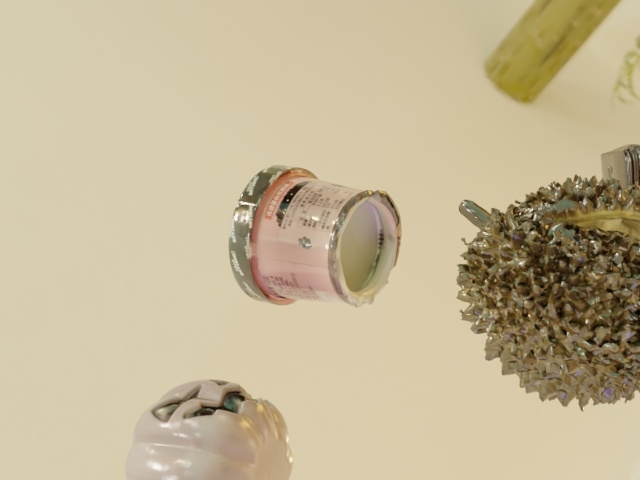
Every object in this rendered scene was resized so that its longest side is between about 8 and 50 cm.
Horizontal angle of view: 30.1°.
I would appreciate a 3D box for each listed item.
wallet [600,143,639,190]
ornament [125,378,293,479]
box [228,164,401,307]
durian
[{"bbox_3d":[0.342,0.009,1.333,0.031,0.232,0.122,-3,-178,2],"label":"wallet"},{"bbox_3d":[-0.120,0.233,1.238,0.177,0.177,0.177,21,-138,-20],"label":"ornament"},{"bbox_3d":[0.000,0.000,1.254,0.135,0.151,0.151,8,-157,35],"label":"box"},{"bbox_3d":[0.185,0.024,0.880,0.196,0.167,0.196,27,-161,-10],"label":"durian"}]
